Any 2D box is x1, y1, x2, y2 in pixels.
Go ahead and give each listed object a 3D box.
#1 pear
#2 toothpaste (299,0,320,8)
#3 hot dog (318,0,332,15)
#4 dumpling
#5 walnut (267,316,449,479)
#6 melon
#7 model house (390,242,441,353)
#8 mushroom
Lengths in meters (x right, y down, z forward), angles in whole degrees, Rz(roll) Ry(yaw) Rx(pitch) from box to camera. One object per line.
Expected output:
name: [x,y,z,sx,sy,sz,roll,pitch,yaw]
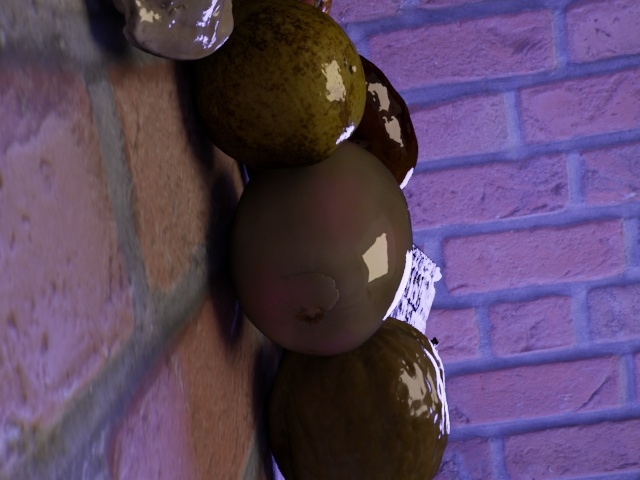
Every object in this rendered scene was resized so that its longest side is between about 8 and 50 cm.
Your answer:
pear: [-0.048,-0.180,1.013,0.197,0.197,0.197,-8,90,-85]
toothpaste: [-0.040,-0.324,1.362,0.234,0.057,0.089,-61,176,6]
hot dog: [-0.068,-0.523,1.565,0.117,0.158,0.348,-54,143,-56]
dumpling: [-0.122,-0.215,0.751,0.199,0.118,0.136,-45,128,-56]
walnut: [0.056,0.232,1.207,0.227,0.283,0.282,-147,-136,-65]
melon: [0.000,0.000,1.095,0.317,0.223,0.223,-80,162,-58]
model house: [0.029,0.133,1.448,0.297,0.317,0.282,25,76,-49]
mushroom: [0.007,-0.145,1.326,0.254,0.267,0.267,-141,-137,-84]
